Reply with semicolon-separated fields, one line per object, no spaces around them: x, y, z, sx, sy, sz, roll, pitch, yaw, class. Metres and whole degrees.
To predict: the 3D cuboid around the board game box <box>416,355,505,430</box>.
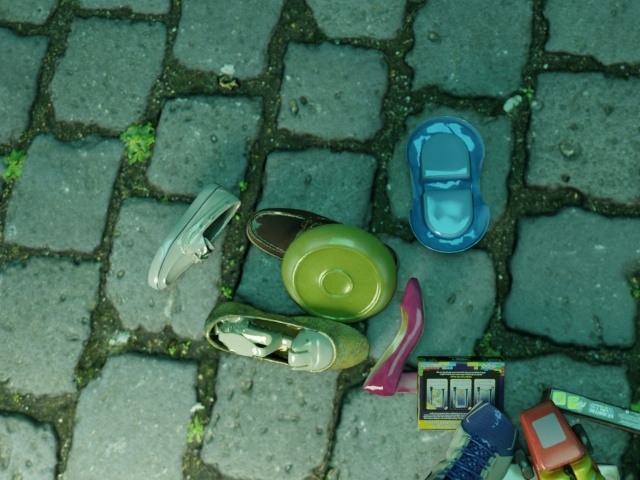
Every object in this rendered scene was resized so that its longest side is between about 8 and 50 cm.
0.277;0.303;1.574;0.170;0.048;0.141;1;97;2;board game box

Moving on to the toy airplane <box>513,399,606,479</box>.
0.464;0.504;1.311;0.384;0.272;0.386;21;84;14;toy airplane

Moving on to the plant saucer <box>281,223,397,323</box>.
0.036;0.080;1.611;0.240;0.037;0.241;4;120;6;plant saucer

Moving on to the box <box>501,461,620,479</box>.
0.408;0.464;1.539;0.323;0.067;0.063;-2;77;8;box

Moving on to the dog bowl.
0.268;-0.113;1.687;0.165;0.074;0.297;-3;77;7;dog bowl

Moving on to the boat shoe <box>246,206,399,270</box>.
0.000;0.000;1.668;0.341;0.123;0.123;20;80;11;boat shoe

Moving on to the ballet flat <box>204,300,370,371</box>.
-0.076;0.210;1.628;0.348;0.123;0.123;13;79;11;ballet flat

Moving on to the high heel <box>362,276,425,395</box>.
0.150;0.196;1.627;0.117;0.082;0.244;3;90;-3;high heel

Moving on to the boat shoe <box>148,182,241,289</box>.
-0.270;0.002;1.722;0.088;0.096;0.268;30;74;17;boat shoe

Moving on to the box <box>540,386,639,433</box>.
0.537;0.332;1.528;0.206;0.114;0.036;15;79;10;box

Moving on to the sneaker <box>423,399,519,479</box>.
0.252;0.448;1.435;0.127;0.182;0.315;36;84;12;sneaker
